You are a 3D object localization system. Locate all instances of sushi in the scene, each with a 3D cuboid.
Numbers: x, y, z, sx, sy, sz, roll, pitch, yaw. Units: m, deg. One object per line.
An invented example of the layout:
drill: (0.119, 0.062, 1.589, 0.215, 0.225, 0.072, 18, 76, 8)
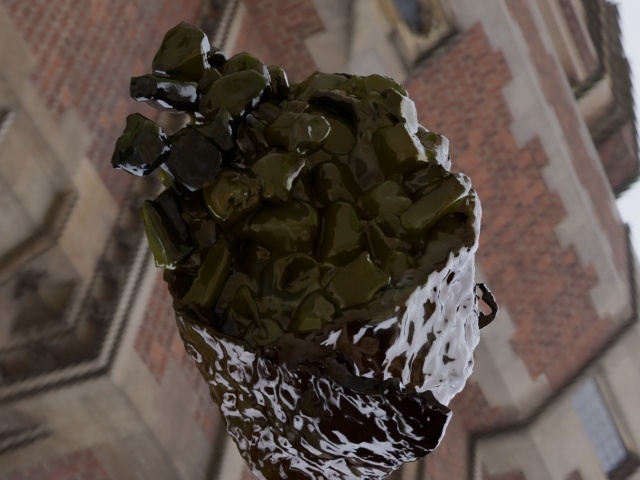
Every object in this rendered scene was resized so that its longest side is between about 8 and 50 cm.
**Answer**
sushi: (-0.002, -0.002, 0.709, 0.166, 0.179, 0.296, 0, -140, 12)
